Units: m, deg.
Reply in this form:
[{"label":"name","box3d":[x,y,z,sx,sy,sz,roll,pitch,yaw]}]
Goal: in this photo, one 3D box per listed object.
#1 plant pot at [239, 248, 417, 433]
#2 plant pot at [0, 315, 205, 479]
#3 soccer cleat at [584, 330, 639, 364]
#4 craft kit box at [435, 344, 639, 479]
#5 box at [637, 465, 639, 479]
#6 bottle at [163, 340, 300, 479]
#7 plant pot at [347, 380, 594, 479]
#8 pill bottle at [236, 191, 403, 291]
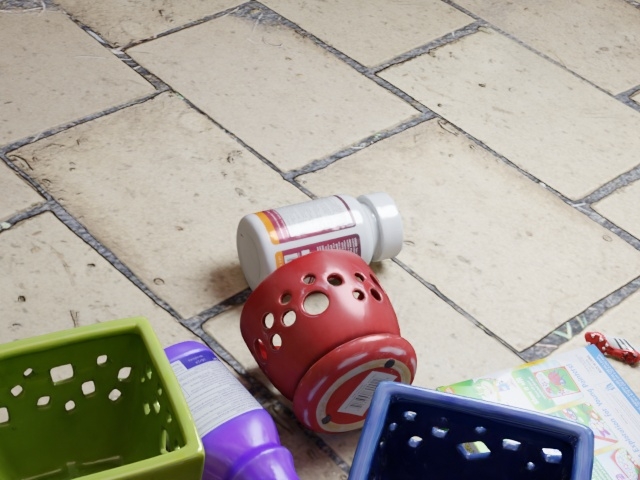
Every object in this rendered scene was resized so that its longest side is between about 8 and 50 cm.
[{"label":"plant pot","box3d":[0.014,0.133,1.454,0.191,0.191,0.174,-13,46,-21]},{"label":"plant pot","box3d":[-0.265,0.246,1.267,0.227,0.207,0.228,-12,43,-19]},{"label":"soccer cleat","box3d":[0.410,0.146,1.612,0.083,0.029,0.035,22,34,14]},{"label":"craft kit box","box3d":[0.305,0.257,1.445,0.247,0.061,0.250,-10,42,-22]},{"label":"box","box3d":[0.446,0.272,1.305,0.127,0.148,0.232,24,58,-1]},{"label":"bottle","box3d":[-0.113,0.239,1.383,0.118,0.092,0.283,-24,48,-30]},{"label":"plant pot","box3d":[0.140,0.312,1.205,0.236,0.212,0.236,12,58,8]},{"label":"pill bottle","box3d":[0.000,0.000,1.662,0.221,0.121,0.121,-13,43,-22]}]
